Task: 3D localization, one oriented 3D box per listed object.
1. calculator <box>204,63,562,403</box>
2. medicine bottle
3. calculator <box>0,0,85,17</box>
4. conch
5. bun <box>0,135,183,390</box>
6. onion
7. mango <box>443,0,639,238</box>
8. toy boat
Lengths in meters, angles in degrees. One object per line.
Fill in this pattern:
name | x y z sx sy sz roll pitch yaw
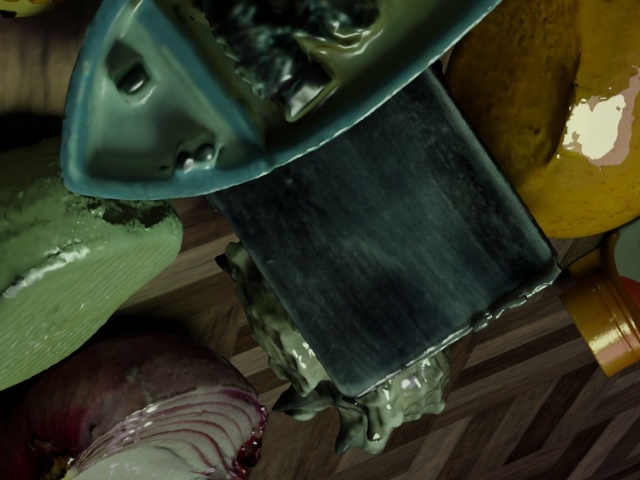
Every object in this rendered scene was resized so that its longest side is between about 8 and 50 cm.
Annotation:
calculator | 0.010 -0.048 1.062 0.161 0.261 0.021 -33 177 11
medicine bottle | 0.370 0.045 1.852 0.222 0.149 0.112 -31 158 7
calculator | -0.157 -0.167 0.884 0.157 0.033 0.236 -42 158 28
conch | 0.010 0.005 1.179 0.186 0.240 0.313 4 113 -9
bun | -0.200 0.015 1.139 0.221 0.108 0.221 -31 166 -9
onion | -0.156 0.158 1.495 0.227 0.120 0.283 -38 154 19
mango | 0.182 -0.130 1.092 0.191 0.160 0.290 -18 140 -36
toy boat | -0.006 -0.134 0.948 0.332 0.145 0.133 -37 -178 9
